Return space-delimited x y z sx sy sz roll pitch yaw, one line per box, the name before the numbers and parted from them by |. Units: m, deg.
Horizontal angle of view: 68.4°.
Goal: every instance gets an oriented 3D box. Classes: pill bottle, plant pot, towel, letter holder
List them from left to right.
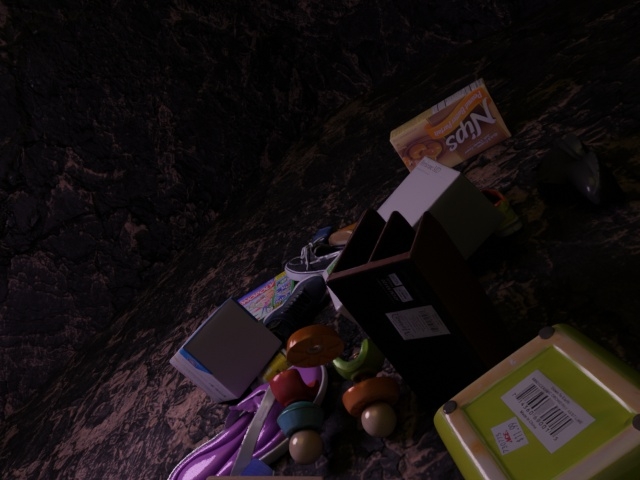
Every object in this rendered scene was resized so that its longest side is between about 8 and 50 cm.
pill bottle | -0.106 0.315 1.099 0.116 0.065 0.065 -43 22 -13
towel | 0.000 0.000 1.628 0.067 0.029 0.119 -18 28 42
letter holder | 0.184 0.088 0.773 0.152 0.302 0.214 -20 27 39
plant pot | 0.265 0.234 0.479 0.227 0.207 0.228 -37 20 3

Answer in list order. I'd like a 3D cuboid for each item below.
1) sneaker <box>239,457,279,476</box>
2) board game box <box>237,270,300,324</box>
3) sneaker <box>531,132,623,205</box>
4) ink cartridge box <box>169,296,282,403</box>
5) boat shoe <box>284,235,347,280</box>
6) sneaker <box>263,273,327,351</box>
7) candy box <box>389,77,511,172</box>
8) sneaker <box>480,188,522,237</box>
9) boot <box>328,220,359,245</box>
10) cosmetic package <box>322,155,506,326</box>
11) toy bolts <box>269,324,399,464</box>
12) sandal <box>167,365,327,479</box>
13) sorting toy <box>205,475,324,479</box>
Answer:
sneaker | -0.187 0.477 0.733 0.127 0.182 0.315 -12 33 46
board game box | -0.197 0.219 1.472 0.317 0.046 0.213 -33 22 13
sneaker | 0.521 -0.125 0.978 0.130 0.109 0.286 -35 11 24
ink cartridge box | -0.240 0.276 1.162 0.168 0.171 0.232 -50 5 -32
boat shoe | -0.001 0.051 1.369 0.306 0.105 0.113 -2 27 49
sneaker | -0.065 0.193 1.234 0.226 0.086 0.163 -45 9 8
candy box | 0.397 -0.330 1.458 0.316 0.183 0.087 -28 24 25
sneaker | 0.391 -0.088 1.091 0.081 0.094 0.208 -35 21 7
boot | 0.182 -0.049 1.364 0.295 0.104 0.211 -9 30 43
cosmetic package | 0.188 0.015 1.024 0.365 0.155 0.197 -51 19 8
toy bolts | 0.004 0.279 0.819 0.228 0.218 0.158 -37 44 21
sandal | -0.154 0.385 0.953 0.416 0.102 0.169 -42 32 -12
sorting toy | -0.096 0.404 0.673 0.193 0.038 0.208 -2 4 6
